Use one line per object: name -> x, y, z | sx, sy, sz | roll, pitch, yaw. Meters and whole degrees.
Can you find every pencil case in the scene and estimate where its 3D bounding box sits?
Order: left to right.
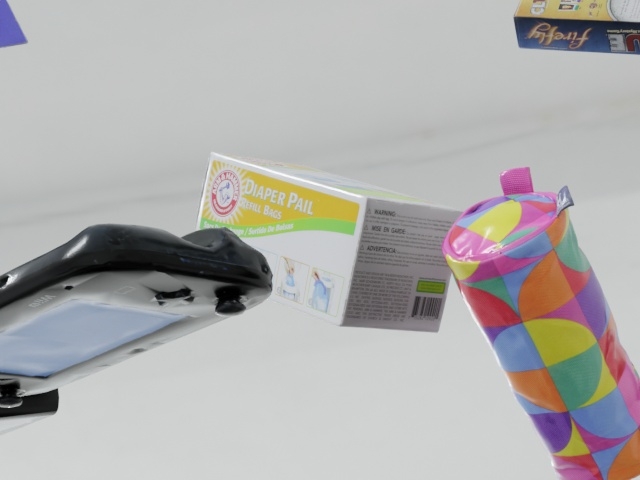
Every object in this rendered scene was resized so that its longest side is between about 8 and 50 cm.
pencil case -> 0.175, 0.069, 1.306 | 0.104, 0.104, 0.236 | -20, -66, 15

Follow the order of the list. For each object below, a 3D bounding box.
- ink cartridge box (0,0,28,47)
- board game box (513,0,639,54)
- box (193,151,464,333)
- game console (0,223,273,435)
ink cartridge box -> -0.298, -0.206, 1.150 | 0.045, 0.206, 0.208 | -32, -5, 40
board game box -> 0.293, -0.273, 1.693 | 0.165, 0.243, 0.042 | 6, -41, 22
box -> 0.000, 0.000, 1.453 | 0.114, 0.103, 0.203 | 7, 8, -42
game console -> -0.181, 0.060, 0.833 | 0.213, 0.044, 0.361 | 0, -17, -46
